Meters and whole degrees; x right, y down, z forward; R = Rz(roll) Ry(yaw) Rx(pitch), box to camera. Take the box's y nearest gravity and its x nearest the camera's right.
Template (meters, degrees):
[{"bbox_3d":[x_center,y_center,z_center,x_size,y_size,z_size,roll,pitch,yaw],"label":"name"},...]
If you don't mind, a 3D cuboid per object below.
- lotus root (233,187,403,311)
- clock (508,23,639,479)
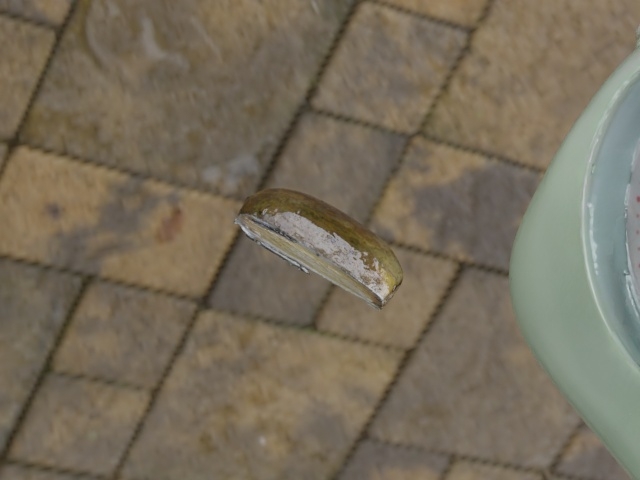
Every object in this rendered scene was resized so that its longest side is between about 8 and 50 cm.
[{"bbox_3d":[0.001,-0.002,0.881,0.030,0.083,0.037,-58,170,-16],"label":"lotus root"},{"bbox_3d":[0.254,-0.004,1.073,0.108,0.265,0.324,-2,131,-36],"label":"clock"}]
